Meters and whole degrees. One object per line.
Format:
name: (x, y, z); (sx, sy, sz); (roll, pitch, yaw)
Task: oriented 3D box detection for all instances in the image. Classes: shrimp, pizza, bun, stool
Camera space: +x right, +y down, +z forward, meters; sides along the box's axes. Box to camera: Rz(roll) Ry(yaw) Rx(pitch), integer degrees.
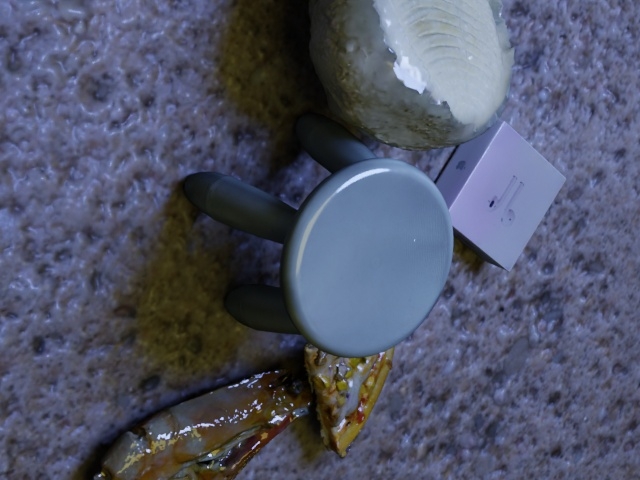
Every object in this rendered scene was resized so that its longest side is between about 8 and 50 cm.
shrimp: (-0.111, 0.218, 1.480); (0.294, 0.062, 0.154); (-25, 130, -23)
pizza: (0.033, 0.130, 1.529); (0.185, 0.036, 0.176); (-64, 150, -17)
bun: (0.075, -0.207, 1.400); (0.259, 0.152, 0.259); (24, 57, -44)
stool: (0.000, 0.000, 1.399); (0.195, 0.198, 0.195); (-31, 118, -25)

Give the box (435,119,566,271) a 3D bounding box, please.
box: (0.198, -0.054, 1.608); (0.130, 0.051, 0.129); (36, 83, -37)
